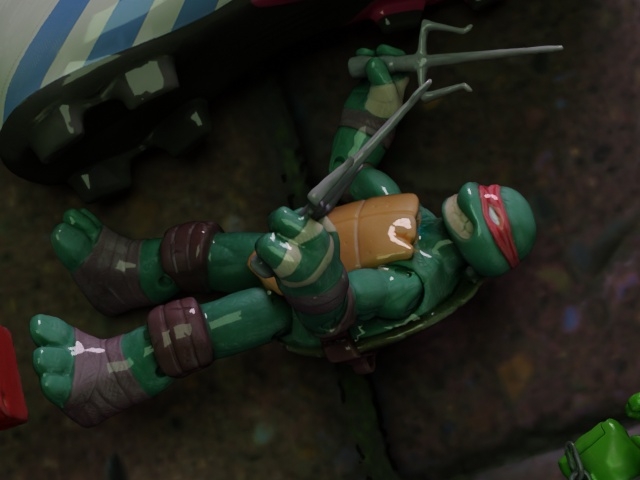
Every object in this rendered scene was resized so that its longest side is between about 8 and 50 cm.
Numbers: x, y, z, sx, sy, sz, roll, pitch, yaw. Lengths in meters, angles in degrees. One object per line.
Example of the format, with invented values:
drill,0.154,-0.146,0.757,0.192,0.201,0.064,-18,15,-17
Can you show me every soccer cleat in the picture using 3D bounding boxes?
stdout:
soccer cleat,-0.023,-0.149,0.760,0.331,0.116,0.143,-27,69,-1

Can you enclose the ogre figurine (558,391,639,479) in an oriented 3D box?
ogre figurine,0.200,0.097,0.644,0.197,0.097,0.118,-18,69,4

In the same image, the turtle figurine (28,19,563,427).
turtle figurine,0.000,0.000,0.692,0.234,0.175,0.118,-19,107,14

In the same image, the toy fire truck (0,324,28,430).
toy fire truck,-0.115,0.140,0.658,0.047,0.135,0.192,-17,68,3
